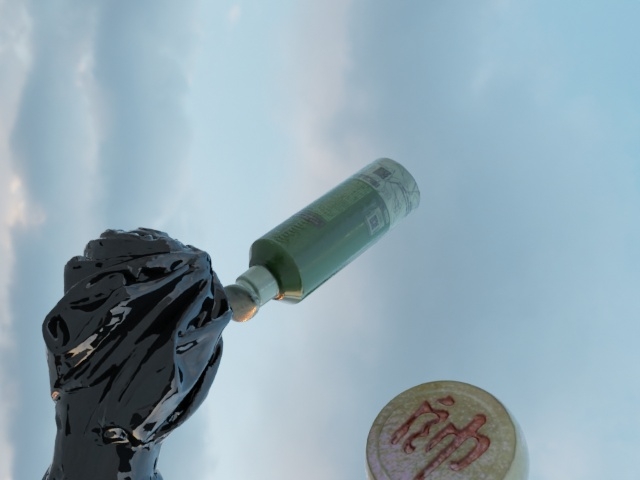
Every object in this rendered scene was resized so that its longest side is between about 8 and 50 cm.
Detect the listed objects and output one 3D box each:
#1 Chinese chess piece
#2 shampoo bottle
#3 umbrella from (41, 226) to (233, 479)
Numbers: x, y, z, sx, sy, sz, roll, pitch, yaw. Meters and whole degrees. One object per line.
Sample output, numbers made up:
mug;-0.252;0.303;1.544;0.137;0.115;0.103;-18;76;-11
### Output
Chinese chess piece;0.207;0.362;1.119;0.270;0.270;0.112;30;-31;46
shampoo bottle;0.000;0.000;0.547;0.065;0.204;0.065;30;-42;31
umbrella;-0.141;0.159;0.424;0.118;0.118;0.340;13;-92;49
